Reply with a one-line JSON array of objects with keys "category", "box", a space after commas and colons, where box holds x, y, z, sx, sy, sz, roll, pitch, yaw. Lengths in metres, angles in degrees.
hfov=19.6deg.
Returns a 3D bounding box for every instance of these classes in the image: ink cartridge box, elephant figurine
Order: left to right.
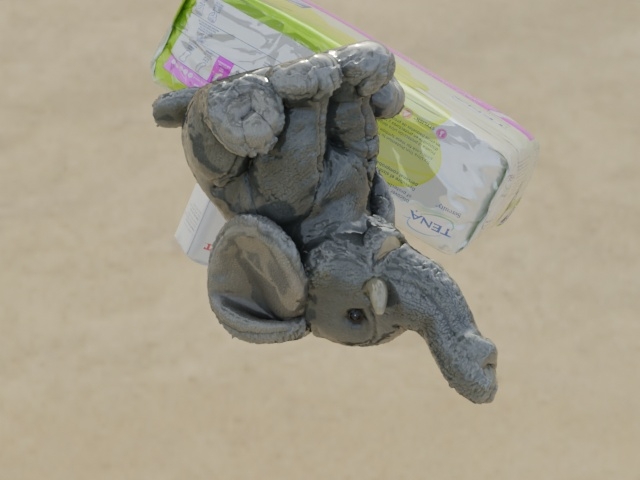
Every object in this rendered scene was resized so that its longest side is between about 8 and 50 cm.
[{"category": "ink cartridge box", "box": [-0.053, -0.044, 1.672, 0.109, 0.150, 0.063, 19, 13, -24]}, {"category": "elephant figurine", "box": [0.000, 0.000, 1.218, 0.169, 0.239, 0.186, -16, 6, -3]}]

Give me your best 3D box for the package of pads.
[{"category": "package of pads", "box": [0.027, -0.107, 1.493, 0.297, 0.101, 0.229, 31, 13, 8]}]
